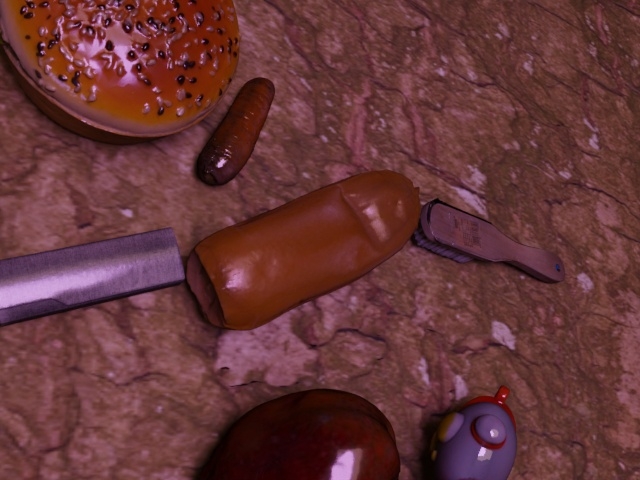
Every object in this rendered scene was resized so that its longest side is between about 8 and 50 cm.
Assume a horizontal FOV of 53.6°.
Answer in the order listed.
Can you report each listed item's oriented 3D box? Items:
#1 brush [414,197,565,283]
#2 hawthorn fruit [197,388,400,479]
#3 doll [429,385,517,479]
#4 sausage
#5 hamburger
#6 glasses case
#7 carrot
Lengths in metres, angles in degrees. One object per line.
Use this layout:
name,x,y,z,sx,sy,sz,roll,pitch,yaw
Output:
brush,0.267,0.016,1.001,0.327,0.065,0.070,17,62,-32
hawthorn fruit,-0.032,0.275,0.701,0.248,0.208,0.208,-5,77,-3
doll,0.163,0.313,0.794,0.105,0.200,0.336,29,59,19
sausage,-0.002,0.002,0.833,0.353,0.116,0.134,-23,73,-33
hamburger,-0.238,-0.259,0.755,0.300,0.176,0.301,8,72,-26
glasses case,-0.264,0.038,0.729,0.204,0.047,0.071,-12,82,-29
carrot,-0.108,-0.150,0.856,0.060,0.060,0.186,34,60,-14
